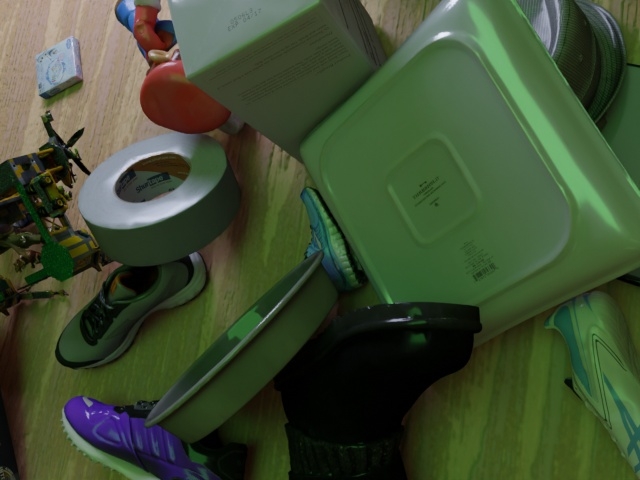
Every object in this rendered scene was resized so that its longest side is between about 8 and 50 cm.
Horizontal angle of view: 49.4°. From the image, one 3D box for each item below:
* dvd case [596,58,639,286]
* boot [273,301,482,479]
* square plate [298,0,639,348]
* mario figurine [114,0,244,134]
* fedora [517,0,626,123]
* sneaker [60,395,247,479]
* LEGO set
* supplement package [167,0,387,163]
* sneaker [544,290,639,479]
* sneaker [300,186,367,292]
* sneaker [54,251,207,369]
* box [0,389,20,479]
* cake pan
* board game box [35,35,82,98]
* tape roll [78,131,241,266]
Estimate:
[{"bbox_3d":[0.343,-0.088,0.818,0.180,0.022,0.253,21,86,28],"label":"dvd case"},{"bbox_3d":[0.066,0.223,0.749,0.348,0.131,0.260,-41,52,54],"label":"boot"},{"bbox_3d":[0.136,-0.058,0.774,0.347,0.049,0.344,-39,73,42],"label":"square plate"},{"bbox_3d":[-0.189,-0.277,1.028,0.170,0.198,0.320,-58,44,25],"label":"mario figurine"},{"bbox_3d":[0.229,-0.230,0.822,0.244,0.124,0.275,10,68,26],"label":"fedora"},{"bbox_3d":[-0.217,0.260,0.954,0.293,0.102,0.146,24,82,24],"label":"sneaker"},{"bbox_3d":[-0.460,-0.026,1.126,0.331,0.192,0.255,-31,93,30],"label":"LEGO set"},{"bbox_3d":[-0.035,-0.251,0.889,0.178,0.293,0.175,-24,67,18],"label":"supplement package"},{"bbox_3d":[0.316,0.171,0.735,0.086,0.085,0.237,-38,64,41],"label":"sneaker"},{"bbox_3d":[0.000,0.000,0.936,0.073,0.063,0.162,-30,64,20],"label":"sneaker"},{"bbox_3d":[-0.299,0.093,1.028,0.271,0.108,0.100,-38,65,13],"label":"sneaker"},{"bbox_3d":[-0.678,0.313,1.113,0.395,0.097,0.318,-17,83,21],"label":"box"},{"bbox_3d":[-0.086,0.130,0.839,0.293,0.293,0.054,-43,94,9],"label":"cake pan"},{"bbox_3d":[-0.480,-0.317,1.276,0.090,0.020,0.090,-21,68,20],"label":"board game box"},{"bbox_3d":[-0.228,-0.064,0.996,0.219,0.072,0.219,-9,42,8],"label":"tape roll"}]
